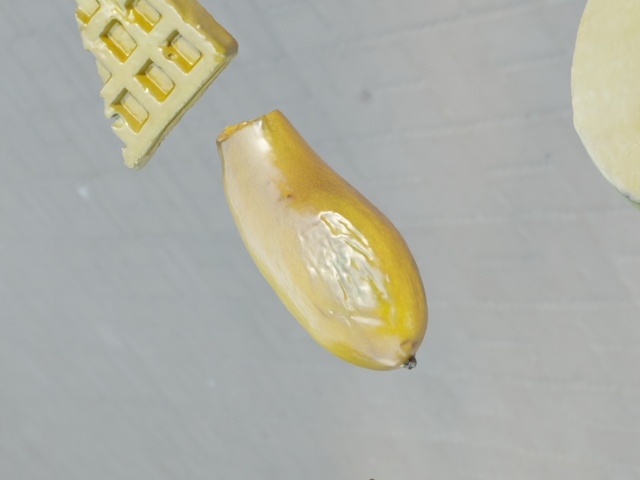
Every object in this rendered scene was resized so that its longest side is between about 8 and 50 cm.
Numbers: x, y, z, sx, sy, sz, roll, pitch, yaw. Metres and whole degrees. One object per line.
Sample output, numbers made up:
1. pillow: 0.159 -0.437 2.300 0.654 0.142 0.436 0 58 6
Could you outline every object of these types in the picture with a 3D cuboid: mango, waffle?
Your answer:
1. mango: -0.001 0.001 2.061 0.359 0.144 0.187 52 155 27
2. waffle: -0.153 -0.151 1.191 0.191 0.032 0.125 44 120 3

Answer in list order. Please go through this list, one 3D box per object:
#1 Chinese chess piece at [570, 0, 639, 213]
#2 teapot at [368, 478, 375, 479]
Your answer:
1. Chinese chess piece: 0.275 -0.119 1.159 0.097 0.251 0.251 18 177 -37
2. teapot: 0.032 0.269 1.573 0.098 0.078 0.129 -11 -77 -86
